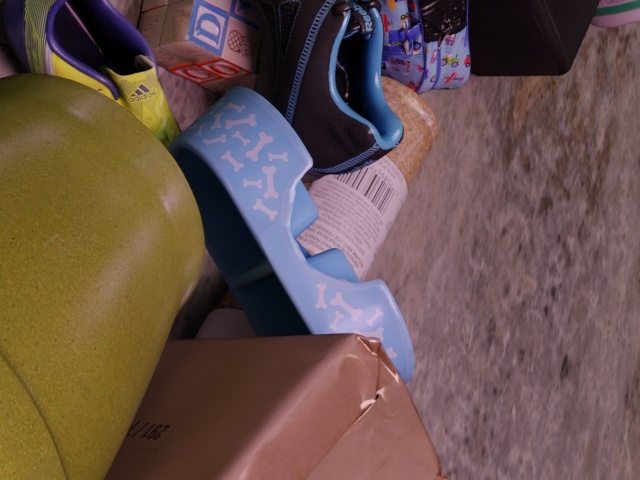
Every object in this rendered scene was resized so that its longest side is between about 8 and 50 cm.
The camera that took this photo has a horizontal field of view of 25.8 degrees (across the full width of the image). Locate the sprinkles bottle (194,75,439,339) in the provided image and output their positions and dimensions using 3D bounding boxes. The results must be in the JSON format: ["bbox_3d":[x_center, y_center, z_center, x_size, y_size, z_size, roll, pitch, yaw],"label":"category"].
[{"bbox_3d":[0.000,0.000,1.384,0.121,0.121,0.355,47,57,-30],"label":"sprinkles bottle"}]

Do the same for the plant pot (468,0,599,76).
[{"bbox_3d":[0.217,-0.287,1.588,0.167,0.188,0.187,55,52,-42],"label":"plant pot"}]

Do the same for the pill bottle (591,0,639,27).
[{"bbox_3d":[0.365,-0.464,1.716,0.204,0.204,0.361,-38,112,-39],"label":"pill bottle"}]

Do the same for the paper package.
[{"bbox_3d":[-0.119,0.227,1.111,0.309,0.324,0.168,-47,118,-36],"label":"paper package"}]

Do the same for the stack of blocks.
[{"bbox_3d":[-0.066,-0.295,1.371,0.171,0.087,0.297,22,72,-40],"label":"stack of blocks"}]

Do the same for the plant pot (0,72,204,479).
[{"bbox_3d":[-0.266,0.061,1.005,0.366,0.366,0.353,62,38,-20],"label":"plant pot"}]

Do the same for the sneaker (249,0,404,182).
[{"bbox_3d":[-0.002,-0.227,1.268,0.125,0.139,0.341,-19,98,-41],"label":"sneaker"}]

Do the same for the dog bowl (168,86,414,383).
[{"bbox_3d":[-0.032,0.015,1.200,0.074,0.166,0.297,-32,92,-21],"label":"dog bowl"}]

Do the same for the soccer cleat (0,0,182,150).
[{"bbox_3d":[-0.170,-0.112,1.232,0.289,0.121,0.093,55,53,-26],"label":"soccer cleat"}]

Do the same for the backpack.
[{"bbox_3d":[0.082,-0.229,1.467,0.117,0.158,0.173,-30,131,-27],"label":"backpack"}]
